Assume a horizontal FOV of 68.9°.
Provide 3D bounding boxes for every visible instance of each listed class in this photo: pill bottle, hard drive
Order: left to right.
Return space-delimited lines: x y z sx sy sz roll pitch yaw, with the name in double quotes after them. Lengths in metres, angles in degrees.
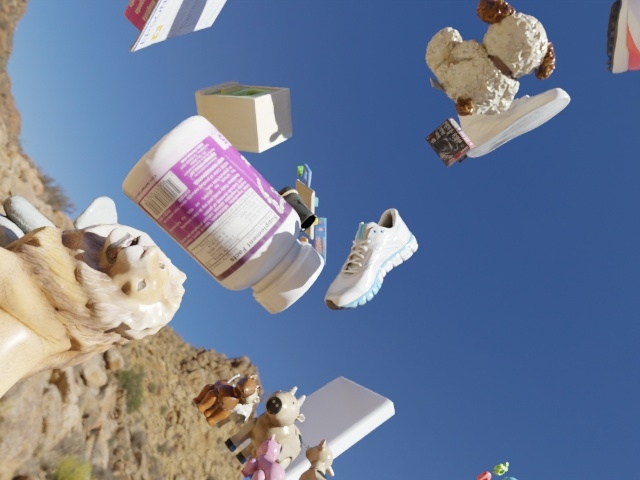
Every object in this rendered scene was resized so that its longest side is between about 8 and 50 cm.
-0.139 -0.030 0.733 0.301 0.169 0.169 46 -32 -13 "pill bottle"
-0.014 0.485 1.211 0.233 0.352 0.047 5 -66 55 "hard drive"

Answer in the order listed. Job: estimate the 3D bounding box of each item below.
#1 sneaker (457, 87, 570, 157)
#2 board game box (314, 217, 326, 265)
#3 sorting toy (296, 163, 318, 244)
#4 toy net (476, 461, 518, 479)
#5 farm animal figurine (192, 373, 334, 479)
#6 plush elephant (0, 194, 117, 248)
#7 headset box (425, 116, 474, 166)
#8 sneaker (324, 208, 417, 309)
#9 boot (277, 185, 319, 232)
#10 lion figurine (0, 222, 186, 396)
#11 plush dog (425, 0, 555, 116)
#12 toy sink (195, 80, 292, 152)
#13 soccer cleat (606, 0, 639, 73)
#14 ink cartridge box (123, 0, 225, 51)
0.505 -0.369 1.273 0.292 0.108 0.169 -27 -115 41 "sneaker"
0.000 0.000 1.943 0.210 0.047 0.160 -81 172 -78 "board game box"
-0.048 -0.119 1.746 0.196 0.047 0.348 -133 -139 -60 "sorting toy"
0.402 0.662 1.183 0.122 0.232 0.045 53 3 -30 "toy net"
-0.081 0.390 0.913 0.330 0.172 0.327 48 -22 16 "farm animal figurine"
-0.542 0.038 0.978 0.329 0.255 0.272 11 -76 22 "plush elephant"
0.262 -0.194 0.937 0.083 0.032 0.062 53 -51 5 "headset box"
0.062 0.021 0.667 0.071 0.190 0.083 0 -55 46 "sneaker"
-0.112 -0.039 1.233 0.137 0.198 0.077 47 4 35 "boot"
-0.321 0.106 0.412 0.240 0.392 0.142 44 -30 -14 "lion figurine"
0.391 -0.402 1.049 0.262 0.211 0.225 35 -53 -14 "plush dog"
-0.208 -0.308 1.136 0.233 0.153 0.131 12 -60 26 "toy sink"
0.481 -0.364 0.653 0.116 0.318 0.109 3 -111 27 "soccer cleat"
-0.139 -0.428 0.626 0.071 0.330 0.324 37 -63 -13 "ink cartridge box"
